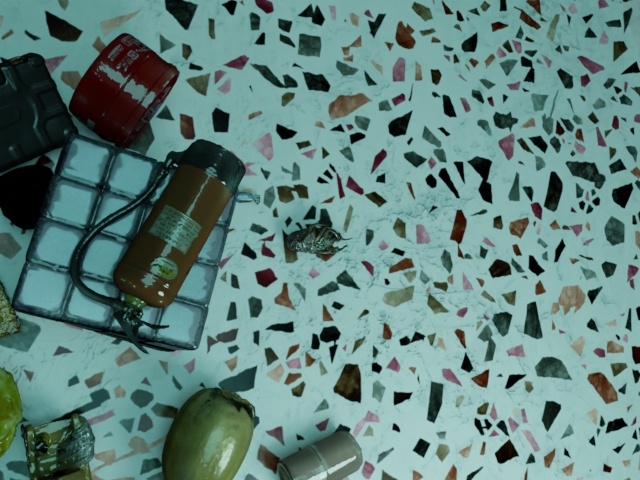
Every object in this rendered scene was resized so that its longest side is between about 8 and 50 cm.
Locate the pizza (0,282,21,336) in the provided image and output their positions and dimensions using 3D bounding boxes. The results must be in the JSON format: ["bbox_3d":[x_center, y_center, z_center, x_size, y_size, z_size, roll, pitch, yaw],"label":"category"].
[{"bbox_3d":[-0.682,0.158,1.337,0.131,0.041,0.178,13,76,-14],"label":"pizza"}]

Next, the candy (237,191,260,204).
[{"bbox_3d":[-0.188,-0.103,1.590,0.083,0.020,0.030,2,80,-21],"label":"candy"}]

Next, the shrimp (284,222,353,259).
[{"bbox_3d":[-0.001,0.000,1.629,0.190,0.074,0.073,1,50,-32],"label":"shrimp"}]

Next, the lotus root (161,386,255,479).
[{"bbox_3d":[-0.258,0.469,1.393,0.183,0.183,0.309,27,74,-17],"label":"lotus root"}]

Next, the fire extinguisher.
[{"bbox_3d":[-0.291,-0.005,1.141,0.200,0.113,0.375,16,70,24],"label":"fire extinguisher"}]

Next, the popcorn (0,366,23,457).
[{"bbox_3d":[-0.701,0.326,1.207,0.277,0.225,0.276,4,81,-26],"label":"popcorn"}]

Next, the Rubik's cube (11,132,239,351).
[{"bbox_3d":[-0.399,0.023,1.315,0.344,0.337,0.344,18,75,-19],"label":"Rubik's cube"}]

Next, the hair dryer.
[{"bbox_3d":[0.034,0.645,1.548,0.190,0.107,0.344,-20,99,-25],"label":"hair dryer"}]

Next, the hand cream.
[{"bbox_3d":[-0.428,-0.327,1.415,0.149,0.230,0.230,39,70,-14],"label":"hand cream"}]

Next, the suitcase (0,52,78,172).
[{"bbox_3d":[-0.671,-0.249,1.335,0.286,0.066,0.206,-35,118,-32],"label":"suitcase"}]

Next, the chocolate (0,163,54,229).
[{"bbox_3d":[-0.629,-0.082,1.369,0.125,0.080,0.148,4,63,-8],"label":"chocolate"}]

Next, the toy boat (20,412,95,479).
[{"bbox_3d":[-0.496,0.573,1.290,0.136,0.162,0.445,-8,86,-26],"label":"toy boat"}]
